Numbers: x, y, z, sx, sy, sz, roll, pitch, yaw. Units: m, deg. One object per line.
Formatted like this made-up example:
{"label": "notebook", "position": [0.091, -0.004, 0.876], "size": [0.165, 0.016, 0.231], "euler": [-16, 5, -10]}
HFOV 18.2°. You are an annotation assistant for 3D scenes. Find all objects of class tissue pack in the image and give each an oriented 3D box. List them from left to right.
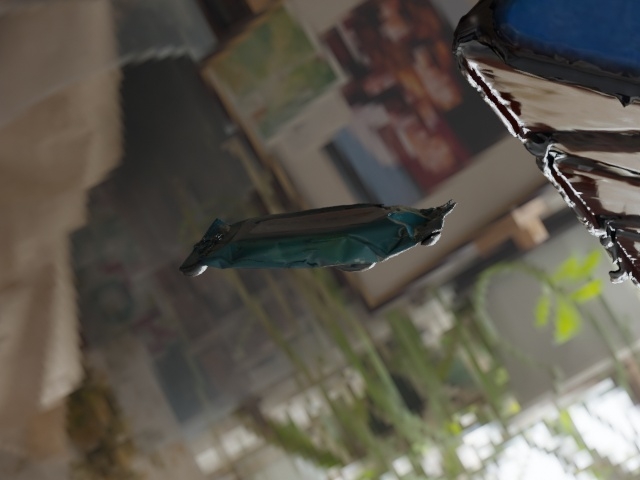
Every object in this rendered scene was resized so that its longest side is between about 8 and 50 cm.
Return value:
{"label": "tissue pack", "position": [0.000, 0.000, 1.070], "size": [0.138, 0.027, 0.085], "euler": [-2, -165, 12]}

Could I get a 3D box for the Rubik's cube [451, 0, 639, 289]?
{"label": "Rubik's cube", "position": [0.107, -0.084, 0.374], "size": [0.211, 0.178, 0.190], "euler": [1, 170, 44]}
